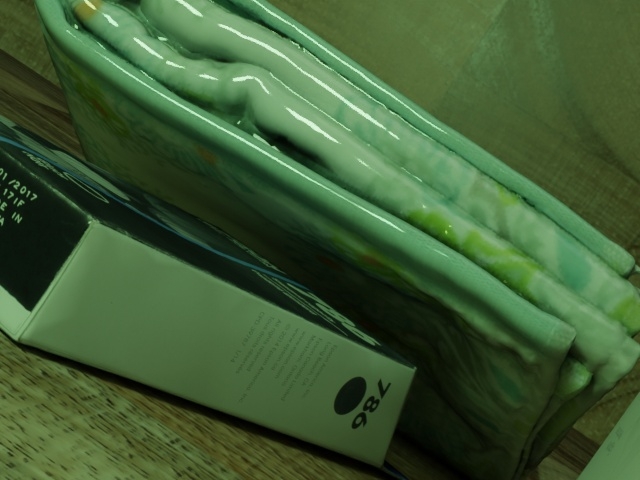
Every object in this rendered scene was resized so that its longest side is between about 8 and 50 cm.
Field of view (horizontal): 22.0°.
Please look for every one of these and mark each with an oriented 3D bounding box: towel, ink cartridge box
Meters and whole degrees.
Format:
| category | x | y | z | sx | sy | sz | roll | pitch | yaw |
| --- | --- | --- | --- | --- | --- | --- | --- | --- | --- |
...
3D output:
| category | x | y | z | sx | sy | sz | roll | pitch | yaw |
| --- | --- | --- | --- | --- | --- | --- | --- | --- | --- |
| towel | 0.000 | 0.000 | 0.968 | 0.374 | 0.090 | 0.320 | 35 | -18 | 10 |
| ink cartridge box | -0.069 | 0.025 | 0.797 | 0.165 | 0.065 | 0.333 | 34 | 2 | 35 |

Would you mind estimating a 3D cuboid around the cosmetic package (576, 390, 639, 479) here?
| category | x | y | z | sx | sy | sz | roll | pitch | yaw |
| --- | --- | --- | --- | --- | --- | --- | --- | --- | --- |
| cosmetic package | 0.171 | 0.096 | 0.567 | 0.138 | 0.224 | 0.224 | 36 | 3 | 7 |
